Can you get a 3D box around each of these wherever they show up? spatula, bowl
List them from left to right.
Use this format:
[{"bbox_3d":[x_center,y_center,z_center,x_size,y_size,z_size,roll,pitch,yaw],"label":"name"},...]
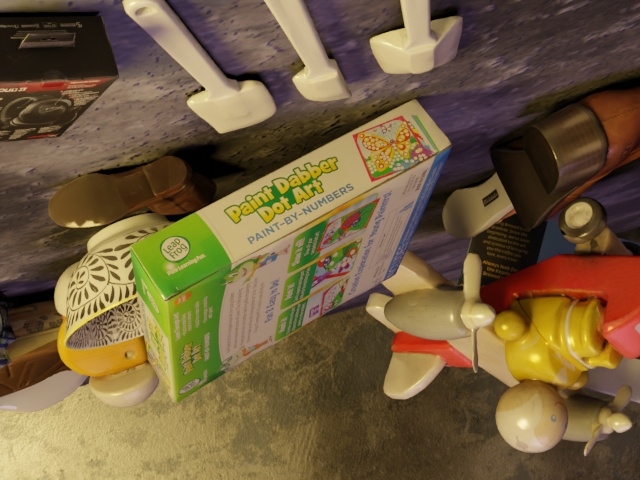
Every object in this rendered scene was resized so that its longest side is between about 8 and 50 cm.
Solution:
[{"bbox_3d":[-0.156,0.027,0.879,0.170,0.080,0.170,-22,168,-5],"label":"bowl"},{"bbox_3d":[-0.003,-0.109,0.540,0.168,0.019,0.242,-12,172,6],"label":"spatula"}]

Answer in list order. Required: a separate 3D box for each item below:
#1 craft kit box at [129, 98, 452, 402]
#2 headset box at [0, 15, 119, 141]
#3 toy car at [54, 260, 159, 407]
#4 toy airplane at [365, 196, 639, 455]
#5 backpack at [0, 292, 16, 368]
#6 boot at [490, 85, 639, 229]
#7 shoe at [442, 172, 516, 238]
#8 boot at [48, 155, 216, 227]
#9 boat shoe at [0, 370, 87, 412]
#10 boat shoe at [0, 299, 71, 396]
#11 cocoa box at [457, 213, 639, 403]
[{"bbox_3d":[-0.029,0.018,0.815,0.246,0.061,0.250,-32,162,-20],"label":"craft kit box"},{"bbox_3d":[-0.134,-0.072,0.447,0.062,0.032,0.083,-12,170,-37],"label":"headset box"},{"bbox_3d":[-0.181,0.071,1.031,0.181,0.159,0.136,-16,-153,-5],"label":"toy car"},{"bbox_3d":[0.234,0.143,1.265,0.385,0.273,0.384,5,143,-4],"label":"toy airplane"},{"bbox_3d":[-0.357,0.098,0.971,0.105,0.084,0.114,-19,170,-2],"label":"backpack"},{"bbox_3d":[0.322,-0.120,1.001,0.280,0.096,0.264,-23,165,-6],"label":"boot"},{"bbox_3d":[0.229,-0.051,1.238,0.081,0.064,0.178,-7,164,-29],"label":"shoe"},{"bbox_3d":[-0.135,-0.030,0.741,0.106,0.037,0.114,-15,177,2],"label":"boot"},{"bbox_3d":[-0.425,0.159,1.213,0.102,0.108,0.301,22,-157,40],"label":"boat shoe"},{"bbox_3d":[-0.293,0.096,1.136,0.285,0.089,0.105,-15,150,-47],"label":"boat shoe"},{"bbox_3d":[0.384,0.102,1.539,0.347,0.228,0.231,15,177,10],"label":"cocoa box"}]
